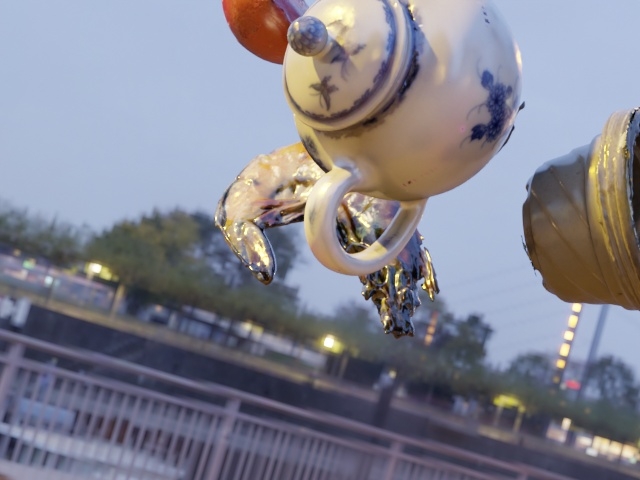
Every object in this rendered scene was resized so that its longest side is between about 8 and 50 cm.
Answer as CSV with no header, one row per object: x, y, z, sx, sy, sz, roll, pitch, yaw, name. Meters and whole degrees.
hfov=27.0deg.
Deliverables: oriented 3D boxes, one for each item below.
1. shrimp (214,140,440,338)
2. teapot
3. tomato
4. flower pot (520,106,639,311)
0.000,0.000,1.623,0.233,0.365,0.071,-15,-44,-7,shrimp
0.066,-0.171,1.389,0.252,0.424,0.280,7,-7,43,teapot
-0.079,-0.311,1.819,0.173,0.099,0.189,43,18,-33,tomato
0.296,-0.016,1.384,0.140,0.235,0.235,-13,-20,28,flower pot
